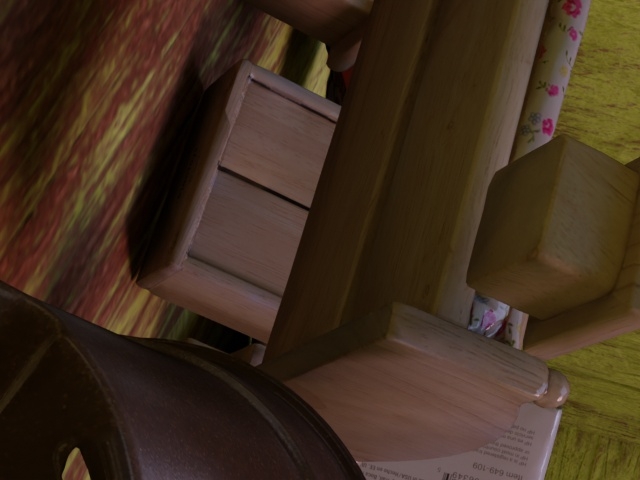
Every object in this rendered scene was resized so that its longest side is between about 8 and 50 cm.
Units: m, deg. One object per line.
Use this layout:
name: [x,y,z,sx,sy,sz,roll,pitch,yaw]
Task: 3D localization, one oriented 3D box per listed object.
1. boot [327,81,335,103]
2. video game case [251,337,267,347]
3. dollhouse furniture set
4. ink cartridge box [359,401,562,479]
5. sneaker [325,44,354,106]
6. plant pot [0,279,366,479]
boot: [0.039,-0.149,1.037,0.106,0.037,0.114,113,3,-49]
video game case: [-0.025,0.118,0.886,0.232,0.042,0.210,-88,-173,-60]
dollhouse furniture set: [0.087,-0.047,0.593,0.355,0.174,0.303,-28,-139,60]
ink cartridge box: [0.072,0.239,1.317,0.197,0.198,0.270,20,85,-81]
sneaker: [0.053,-0.074,0.907,0.135,0.098,0.276,-46,129,-83]
plant pot: [-0.076,0.085,0.389,0.165,0.167,0.167,55,49,-68]
